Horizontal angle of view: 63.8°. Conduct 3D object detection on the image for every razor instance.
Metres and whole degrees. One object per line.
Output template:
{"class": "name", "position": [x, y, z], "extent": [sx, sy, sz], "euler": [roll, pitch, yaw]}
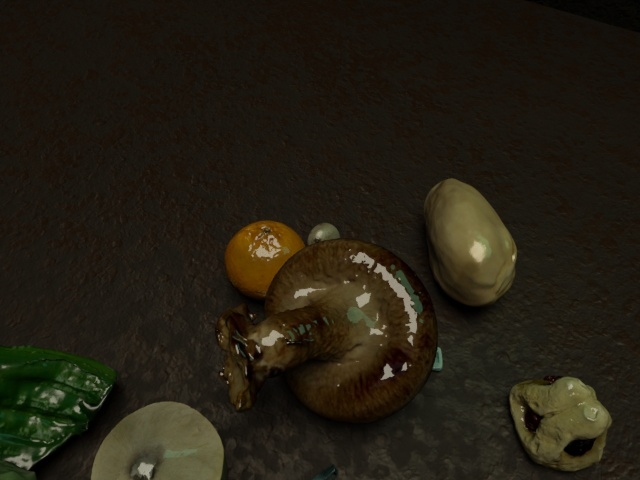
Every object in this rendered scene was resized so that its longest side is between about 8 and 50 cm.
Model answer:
{"class": "razor", "position": [-0.050, 0.444, 0.875], "extent": [0.190, 0.033, 0.066], "euler": [-29, 105, -25]}

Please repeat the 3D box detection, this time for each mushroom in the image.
{"class": "mushroom", "position": [0.000, 0.000, 1.179], "extent": [0.085, 0.085, 0.079], "euler": [-42, 32, -27]}
{"class": "mushroom", "position": [0.023, 0.137, 0.917], "extent": [0.334, 0.356, 0.330], "euler": [-26, 48, 12]}

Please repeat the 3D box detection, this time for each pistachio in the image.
{"class": "pistachio", "position": [0.317, 0.008, 1.127], "extent": [0.188, 0.187, 0.299], "euler": [-7, 49, -8]}

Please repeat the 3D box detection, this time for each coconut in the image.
{"class": "coconut", "position": [-0.247, 0.363, 0.805], "extent": [0.202, 0.222, 0.202], "euler": [2, 59, -3]}

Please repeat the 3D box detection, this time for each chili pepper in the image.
{"class": "chili pepper", "position": [-0.564, 0.276, 0.888], "extent": [0.385, 0.213, 0.167], "euler": [10, 8, -19]}

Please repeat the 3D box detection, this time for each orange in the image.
{"class": "orange", "position": [-0.114, 0.041, 1.090], "extent": [0.178, 0.155, 0.177], "euler": [-3, 64, 5]}

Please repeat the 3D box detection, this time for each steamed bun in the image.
{"class": "steamed bun", "position": [0.438, 0.311, 0.920], "extent": [0.141, 0.155, 0.172], "euler": [-7, 56, -10]}

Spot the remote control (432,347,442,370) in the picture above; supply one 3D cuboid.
{"class": "remote control", "position": [0.185, 0.236, 1.044], "extent": [0.125, 0.017, 0.053], "euler": [5, 53, 1]}

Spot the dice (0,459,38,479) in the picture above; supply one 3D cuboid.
{"class": "dice", "position": [-0.558, 0.455, 0.622], "extent": [0.323, 0.318, 0.330], "euler": [1, 77, -1]}
